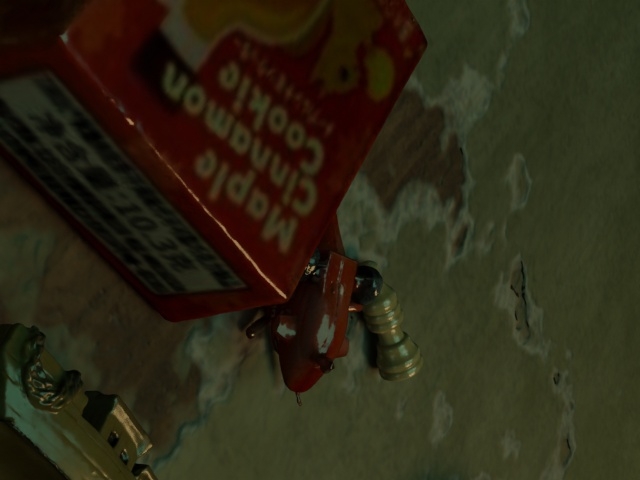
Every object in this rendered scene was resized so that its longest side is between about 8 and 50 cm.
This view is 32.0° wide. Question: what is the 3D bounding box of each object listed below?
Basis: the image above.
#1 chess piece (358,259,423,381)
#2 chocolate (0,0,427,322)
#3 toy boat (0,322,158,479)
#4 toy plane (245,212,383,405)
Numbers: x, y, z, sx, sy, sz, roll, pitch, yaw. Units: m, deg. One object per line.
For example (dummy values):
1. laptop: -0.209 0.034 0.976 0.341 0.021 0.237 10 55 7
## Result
1. chess piece: 0.047 0.056 0.818 0.035 0.035 0.092 -40 120 -41
2. chocolate: -0.060 -0.106 0.611 0.235 0.108 0.237 -60 136 -25
3. toy boat: -0.123 0.124 0.598 0.072 0.064 0.206 -71 144 -45
4. toy plane: 0.006 0.004 0.728 0.126 0.077 0.194 44 60 -29
